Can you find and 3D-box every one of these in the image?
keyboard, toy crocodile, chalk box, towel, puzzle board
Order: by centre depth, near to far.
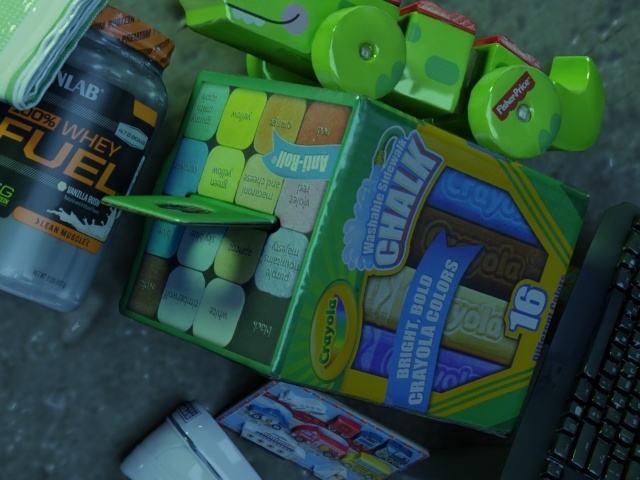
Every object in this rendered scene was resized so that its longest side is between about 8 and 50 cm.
[{"bbox_3d":[-0.204,-0.152,0.974,0.113,0.152,0.023,-57,146,-9],"label":"towel"},{"bbox_3d":[0.000,0.000,1.013,0.289,0.180,0.179,20,88,-41],"label":"chalk box"},{"bbox_3d":[0.237,0.136,1.061,0.201,0.033,0.317,30,60,-7],"label":"keyboard"},{"bbox_3d":[0.061,-0.127,1.100,0.341,0.115,0.105,18,82,-25],"label":"toy crocodile"},{"bbox_3d":[-0.001,0.142,1.114,0.128,0.096,0.011,31,50,-19],"label":"puzzle board"}]

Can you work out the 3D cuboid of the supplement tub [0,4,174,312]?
[{"bbox_3d":[-0.173,-0.059,1.007,0.117,0.117,0.190,24,86,-23],"label":"supplement tub"}]

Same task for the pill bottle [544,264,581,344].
[{"bbox_3d":[0.199,0.054,1.174,0.065,0.116,0.065,-3,97,-22],"label":"pill bottle"}]

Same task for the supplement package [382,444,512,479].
[{"bbox_3d":[0.138,0.270,1.130,0.149,0.194,0.203,-1,95,-23],"label":"supplement package"}]

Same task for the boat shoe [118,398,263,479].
[{"bbox_3d":[-0.048,0.236,1.114,0.084,0.095,0.258,-37,98,-11],"label":"boat shoe"}]
